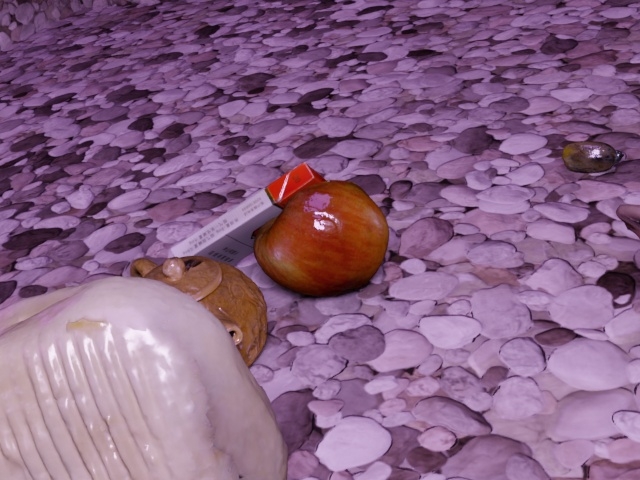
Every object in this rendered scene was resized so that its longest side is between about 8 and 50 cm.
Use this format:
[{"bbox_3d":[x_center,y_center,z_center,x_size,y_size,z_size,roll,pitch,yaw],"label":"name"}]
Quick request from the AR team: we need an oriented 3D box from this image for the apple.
[{"bbox_3d":[0.000,0.000,1.267,0.173,0.195,0.160,12,53,-31],"label":"apple"}]

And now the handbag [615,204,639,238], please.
[{"bbox_3d":[0.472,0.017,0.989,0.190,0.251,0.193,-38,28,-25],"label":"handbag"}]

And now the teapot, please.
[{"bbox_3d":[-0.187,0.090,1.191,0.203,0.167,0.311,-28,32,-25],"label":"teapot"}]

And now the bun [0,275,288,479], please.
[{"bbox_3d":[-0.199,0.198,0.839,0.361,0.360,0.213,-7,7,10],"label":"bun"}]

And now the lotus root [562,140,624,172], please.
[{"bbox_3d":[0.455,-0.140,1.453,0.099,0.054,0.049,3,23,26],"label":"lotus root"}]

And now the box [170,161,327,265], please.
[{"bbox_3d":[-0.097,-0.027,1.330,0.245,0.139,0.035,-31,72,9],"label":"box"}]
